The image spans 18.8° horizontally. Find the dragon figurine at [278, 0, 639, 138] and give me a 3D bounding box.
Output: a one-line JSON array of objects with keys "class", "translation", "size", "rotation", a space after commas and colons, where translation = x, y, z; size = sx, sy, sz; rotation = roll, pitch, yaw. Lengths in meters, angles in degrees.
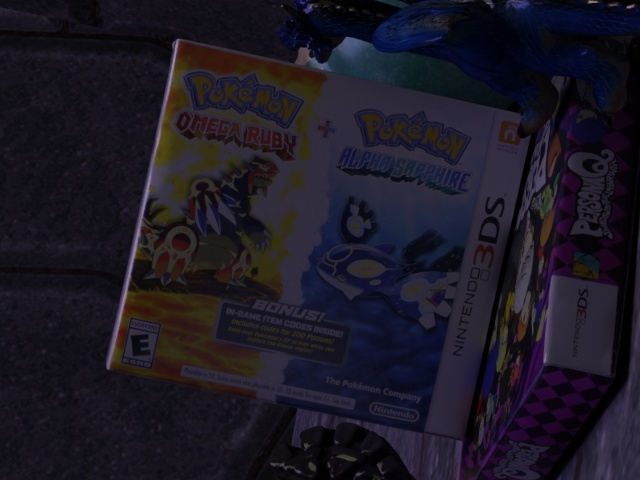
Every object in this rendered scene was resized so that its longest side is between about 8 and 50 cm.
[{"class": "dragon figurine", "translation": [0.079, -0.117, 0.932], "size": [0.289, 0.144, 0.085], "rotation": [-4, 67, 69]}]

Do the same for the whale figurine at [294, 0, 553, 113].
[{"class": "whale figurine", "translation": [0.068, -0.066, 1.179], "size": [0.141, 0.216, 0.272], "rotation": [45, 126, 45]}]

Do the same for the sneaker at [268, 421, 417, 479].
[{"class": "sneaker", "translation": [0.043, 0.285, 1.115], "size": [0.146, 0.134, 0.343], "rotation": [40, -135, -52]}]

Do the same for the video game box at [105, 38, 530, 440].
[{"class": "video game box", "translation": [0.000, 0.000, 1.067], "size": [0.048, 0.205, 0.187], "rotation": [-165, 87, -83]}]

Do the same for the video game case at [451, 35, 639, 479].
[{"class": "video game case", "translation": [0.121, 0.025, 1.055], "size": [0.232, 0.042, 0.210], "rotation": [108, 173, -61]}]
